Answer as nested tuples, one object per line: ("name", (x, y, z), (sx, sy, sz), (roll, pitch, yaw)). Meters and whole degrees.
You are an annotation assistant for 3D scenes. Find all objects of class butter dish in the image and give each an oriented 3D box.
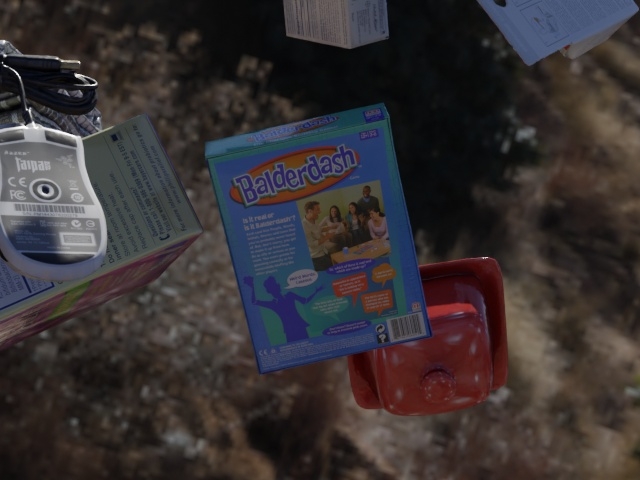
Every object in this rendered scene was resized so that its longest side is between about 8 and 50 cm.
("butter dish", (0.107, 0.113, 1.558), (0.160, 0.160, 0.118), (-8, 28, 0))

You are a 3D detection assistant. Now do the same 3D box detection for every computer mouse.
("computer mouse", (-0.178, -0.041, 0.983), (0.106, 0.042, 0.193), (4, 48, -23))

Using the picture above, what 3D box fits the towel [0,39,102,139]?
("towel", (-0.369, -0.104, 1.701), (0.235, 0.121, 0.284), (-9, -11, 9))

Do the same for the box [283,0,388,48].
("box", (0.017, -0.325, 2.115), (0.072, 0.126, 0.137), (-20, 25, -35))

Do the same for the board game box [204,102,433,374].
("board game box", (0.000, 0.000, 1.406), (0.160, 0.210, 0.047), (-12, 22, 0))

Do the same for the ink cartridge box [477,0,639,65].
("ink cartridge box", (0.131, -0.185, 1.116), (0.145, 0.045, 0.179), (54, 41, 6))

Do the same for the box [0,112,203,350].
("box", (-0.253, 0.012, 1.419), (0.243, 0.117, 0.213), (-24, -5, -21))
